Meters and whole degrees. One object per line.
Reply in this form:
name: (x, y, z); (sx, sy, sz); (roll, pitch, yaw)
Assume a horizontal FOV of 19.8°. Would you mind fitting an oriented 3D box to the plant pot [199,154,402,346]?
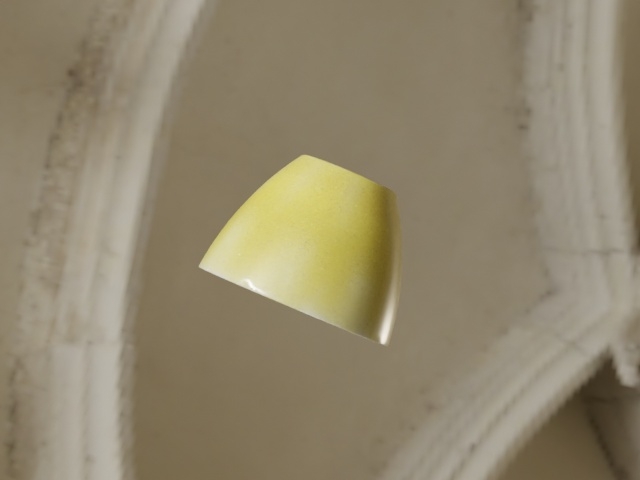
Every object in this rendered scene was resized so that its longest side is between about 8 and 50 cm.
plant pot: (0.000, 0.000, 1.198); (0.134, 0.134, 0.095); (24, -92, -42)
